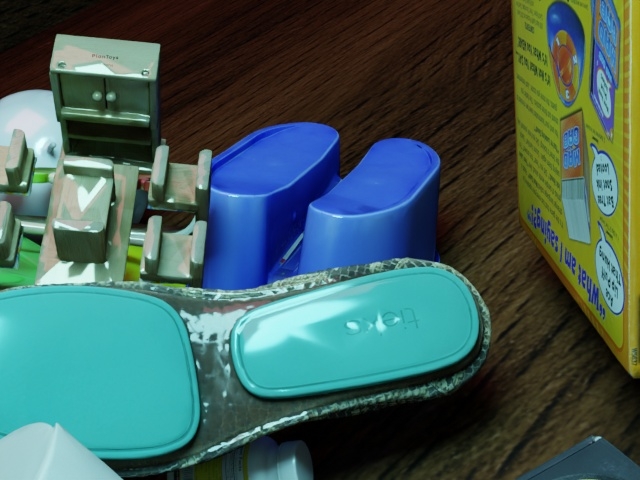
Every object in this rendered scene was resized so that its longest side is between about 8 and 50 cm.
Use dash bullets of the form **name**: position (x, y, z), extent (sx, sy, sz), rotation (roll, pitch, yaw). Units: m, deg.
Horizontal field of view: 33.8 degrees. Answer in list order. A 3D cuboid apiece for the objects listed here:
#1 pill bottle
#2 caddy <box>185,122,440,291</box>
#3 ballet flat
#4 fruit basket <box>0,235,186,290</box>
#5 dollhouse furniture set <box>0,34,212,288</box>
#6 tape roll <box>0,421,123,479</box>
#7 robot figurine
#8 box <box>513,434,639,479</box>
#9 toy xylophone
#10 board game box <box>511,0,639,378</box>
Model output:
- **pill bottle**: position (-0.068, 0.205, 0.913), extent (0.116, 0.065, 0.065), rotation (-10, 27, 16)
- **caddy**: position (0.000, 0.000, 1.132), extent (0.241, 0.179, 0.341), rotation (13, 24, 16)
- **ballet flat**: position (-0.096, 0.116, 0.893), extent (0.483, 0.164, 0.182), rotation (-6, -21, -14)
- **fruit basket**: position (-0.292, 0.117, 1.106), extent (0.392, 0.283, 0.392), rotation (18, 2, -1)
- **dollhouse furniture set**: position (-0.209, -0.044, 0.985), extent (0.212, 0.161, 0.242), rotation (5, 59, -5)
- **tape roll**: position (-0.197, 0.264, 0.676), extent (0.246, 0.169, 0.246), rotation (-39, 17, 15)
- **robot figurine**: position (-0.355, -0.089, 1.437), extent (0.300, 0.199, 0.353), rotation (-21, -8, 5)
- **box**: position (0.141, 0.295, 0.558), extent (0.318, 0.097, 0.395), rotation (-28, 26, -10)
- **toy xylophone**: position (-0.260, -0.048, 1.168), extent (0.323, 0.081, 0.236), rotation (3, 6, -8)
- **board game box**: position (0.366, -0.141, 0.844), extent (0.356, 0.356, 0.356), rotation (-6, 20, -1)
